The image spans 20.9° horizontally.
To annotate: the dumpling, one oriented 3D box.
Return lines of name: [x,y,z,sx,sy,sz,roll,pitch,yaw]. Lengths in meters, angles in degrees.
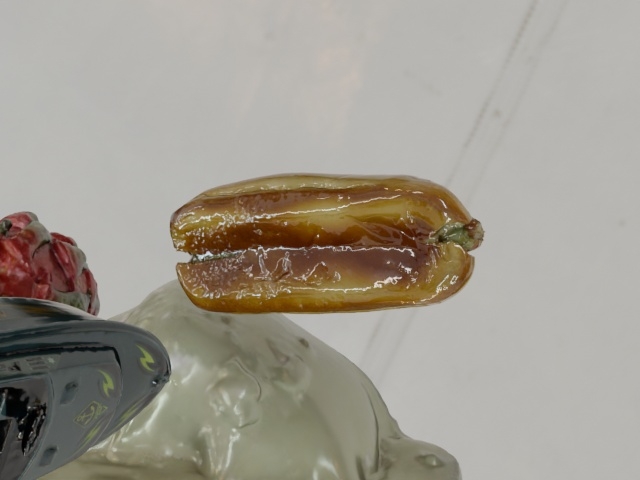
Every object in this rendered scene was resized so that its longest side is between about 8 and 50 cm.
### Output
dumpling: [-0.095,0.166,1.338,0.395,0.315,0.233,21,114,10]

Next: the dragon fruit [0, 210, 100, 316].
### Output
dragon fruit: [-0.284,0.057,1.538,0.160,0.172,0.166,36,89,28]

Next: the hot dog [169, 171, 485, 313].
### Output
hot dog: [0.000,0.000,1.221,0.249,0.068,0.100,-2,102,33]

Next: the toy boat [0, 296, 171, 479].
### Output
toy boat: [-0.158,0.078,0.767,0.103,0.246,0.093,39,120,32]
